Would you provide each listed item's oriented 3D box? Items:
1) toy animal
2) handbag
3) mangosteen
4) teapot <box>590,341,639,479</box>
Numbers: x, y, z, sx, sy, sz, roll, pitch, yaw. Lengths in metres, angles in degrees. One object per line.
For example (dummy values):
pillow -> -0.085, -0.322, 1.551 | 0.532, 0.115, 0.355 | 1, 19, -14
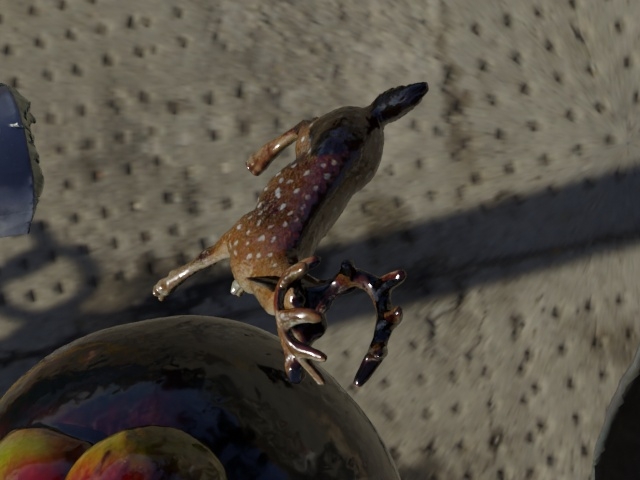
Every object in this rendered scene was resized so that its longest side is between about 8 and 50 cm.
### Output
toy animal -> -0.016, -0.009, 1.239 | 0.087, 0.260, 0.243 | 31, 65, -22
handbag -> -0.249, -0.049, 1.145 | 0.173, 0.117, 0.095 | -8, 135, -24
mangosteen -> -0.116, 0.241, 1.521 | 0.382, 0.435, 0.382 | 0, 84, 1
teapot -> 0.338, 0.192, 0.961 | 0.305, 0.362, 0.376 | -35, 45, 35
